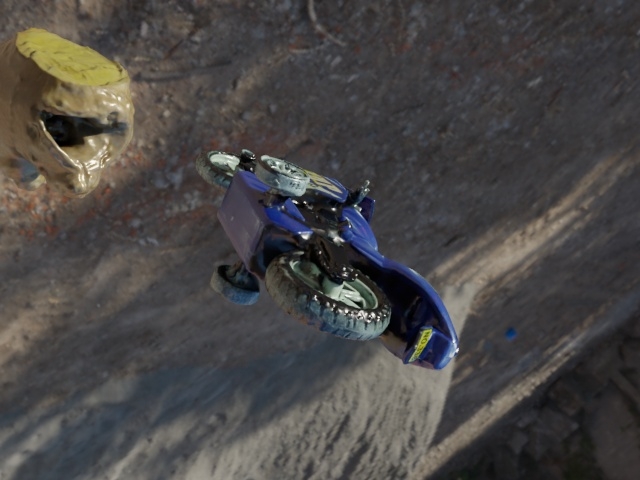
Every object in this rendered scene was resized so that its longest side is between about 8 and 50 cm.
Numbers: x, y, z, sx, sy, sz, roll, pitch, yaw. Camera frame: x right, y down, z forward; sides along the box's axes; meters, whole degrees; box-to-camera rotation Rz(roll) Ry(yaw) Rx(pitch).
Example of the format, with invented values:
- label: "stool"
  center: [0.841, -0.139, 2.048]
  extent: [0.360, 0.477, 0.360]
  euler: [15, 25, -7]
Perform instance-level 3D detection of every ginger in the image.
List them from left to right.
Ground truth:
- label: "ginger"
  center: [-0.338, -0.146, 0.929]
  extent: [0.130, 0.275, 0.221]
  euler: [1, 130, -49]

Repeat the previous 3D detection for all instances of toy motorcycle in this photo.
- label: "toy motorcycle"
  center: [0.000, 0.000, 0.629]
  extent: [0.169, 0.315, 0.113]
  euler: [15, 111, -30]
